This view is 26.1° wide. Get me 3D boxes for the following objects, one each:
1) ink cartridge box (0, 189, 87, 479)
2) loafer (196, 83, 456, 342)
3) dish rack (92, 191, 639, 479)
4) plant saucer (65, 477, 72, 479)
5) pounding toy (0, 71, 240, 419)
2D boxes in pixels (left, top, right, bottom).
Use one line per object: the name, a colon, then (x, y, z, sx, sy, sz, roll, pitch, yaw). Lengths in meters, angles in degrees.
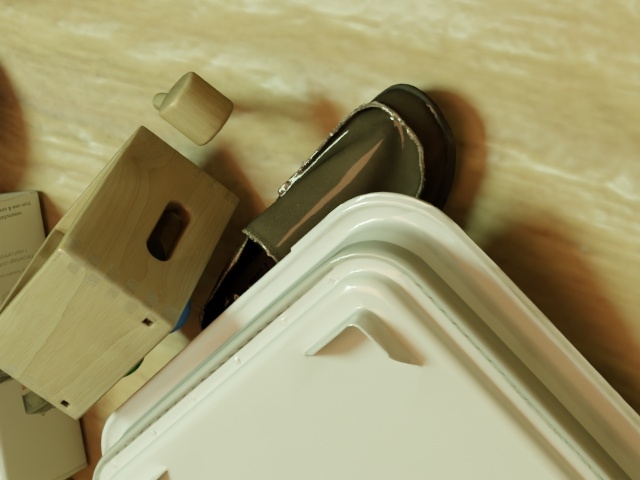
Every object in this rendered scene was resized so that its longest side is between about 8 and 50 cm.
ink cartridge box: (-0.274, 0.079, 1.025, 0.158, 0.092, 0.218, -3, 98, 35)
loafer: (0.000, 0.000, 0.829, 0.080, 0.078, 0.220, 46, 122, 16)
dish rack: (0.023, 0.162, 0.815, 0.285, 0.072, 0.333, 46, 125, -3)
plant saucer: (-0.197, 0.309, 1.056, 0.188, 0.045, 0.188, 49, 122, 15)
pounding toy: (-0.100, -0.013, 0.869, 0.094, 0.181, 0.206, 37, 131, -12)
